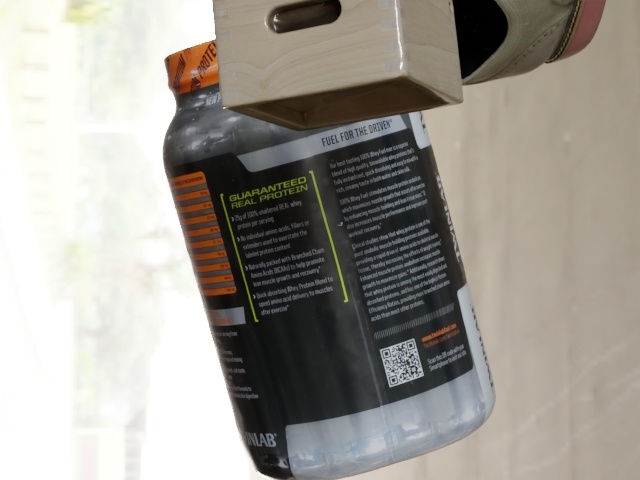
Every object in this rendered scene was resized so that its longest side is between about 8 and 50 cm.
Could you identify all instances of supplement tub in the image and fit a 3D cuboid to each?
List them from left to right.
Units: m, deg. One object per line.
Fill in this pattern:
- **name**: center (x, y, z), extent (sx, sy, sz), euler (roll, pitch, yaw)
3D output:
- **supplement tub**: center (0.000, 0.000, 1.185), extent (0.207, 0.207, 0.338), euler (-163, -122, -80)

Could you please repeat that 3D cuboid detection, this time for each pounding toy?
- **pounding toy**: center (-0.007, -0.125, 0.878), extent (0.130, 0.141, 0.100), euler (9, 74, -68)

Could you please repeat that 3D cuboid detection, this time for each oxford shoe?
- **oxford shoe**: center (0.153, -0.249, 1.138), extent (0.123, 0.130, 0.348), euler (44, -28, 34)
